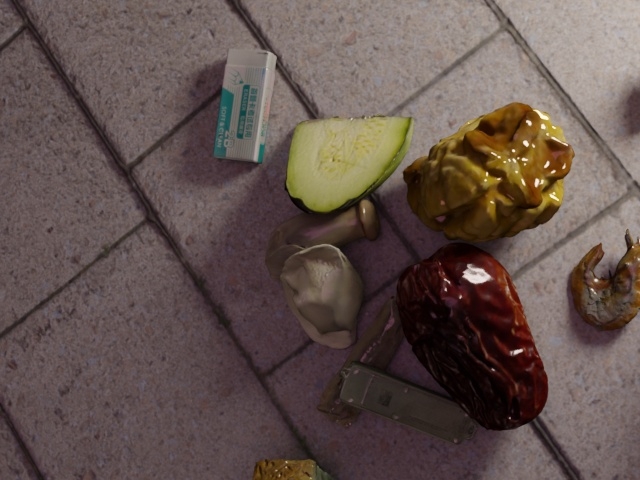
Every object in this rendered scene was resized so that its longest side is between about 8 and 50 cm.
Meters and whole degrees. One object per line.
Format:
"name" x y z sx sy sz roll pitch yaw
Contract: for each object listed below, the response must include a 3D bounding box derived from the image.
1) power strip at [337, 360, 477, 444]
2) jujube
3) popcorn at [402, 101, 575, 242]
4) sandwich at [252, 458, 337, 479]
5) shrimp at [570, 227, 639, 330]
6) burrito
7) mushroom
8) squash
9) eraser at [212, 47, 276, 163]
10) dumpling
"power strip" 0.158 0.301 1.743 0.272 0.052 0.078 21 95 0
"jujube" 0.279 0.172 1.679 0.216 0.216 0.342 -28 87 13
"popcorn" 0.285 -0.103 1.665 0.332 0.265 0.225 -11 113 39
"sandwich" -0.036 0.545 1.697 0.131 0.325 0.262 -13 119 15
"shrimp" 0.518 0.067 1.682 0.133 0.052 0.187 21 95 16
"burrito" 0.089 0.226 1.795 0.082 0.059 0.275 30 96 5
"mushroom" -0.007 -0.007 1.816 0.247 0.096 0.108 -25 79 12
"squash" 0.046 -0.147 1.781 0.237 0.155 0.203 -1 88 18
"eraser" -0.153 -0.268 1.895 0.096 0.052 0.225 8 89 18
"dumpling" -0.004 0.099 1.792 0.167 0.215 0.126 6 58 23
